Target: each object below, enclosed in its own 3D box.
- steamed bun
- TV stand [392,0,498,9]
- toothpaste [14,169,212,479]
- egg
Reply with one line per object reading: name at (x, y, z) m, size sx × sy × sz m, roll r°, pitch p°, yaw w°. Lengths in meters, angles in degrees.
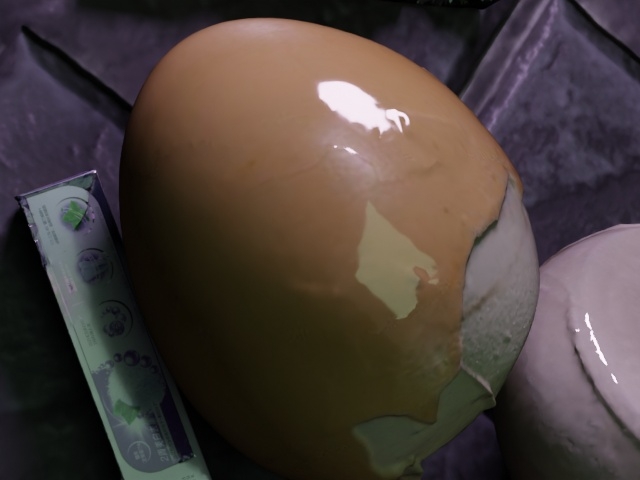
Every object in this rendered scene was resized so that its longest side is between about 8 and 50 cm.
steamed bun at (0.196, 0.109, 0.859) m, size 0.232 × 0.145 × 0.232 m, roll 17°, pitch 41°, yaw -15°
TV stand at (-0.009, -0.166, 0.882) m, size 0.249 × 0.036 × 0.042 m, roll 2°, pitch 83°, yaw -23°
toothpaste at (-0.106, 0.062, 0.805) m, size 0.047 × 0.040 × 0.196 m, roll -21°, pitch 91°, yaw -20°
egg at (0.000, 0.000, 0.774) m, size 0.201 × 0.201 × 0.244 m, roll -36°, pitch 87°, yaw -24°
